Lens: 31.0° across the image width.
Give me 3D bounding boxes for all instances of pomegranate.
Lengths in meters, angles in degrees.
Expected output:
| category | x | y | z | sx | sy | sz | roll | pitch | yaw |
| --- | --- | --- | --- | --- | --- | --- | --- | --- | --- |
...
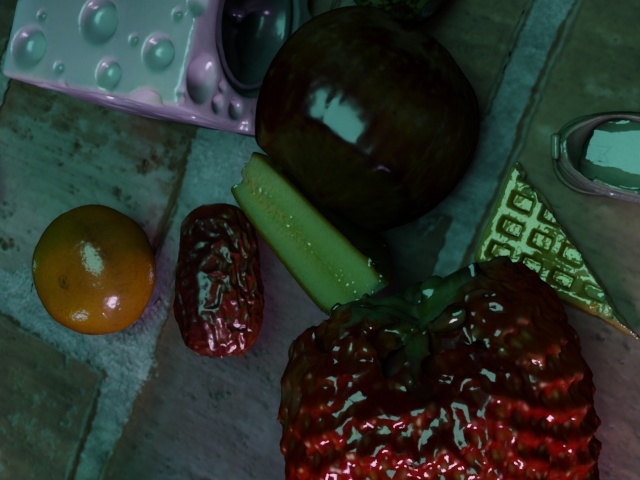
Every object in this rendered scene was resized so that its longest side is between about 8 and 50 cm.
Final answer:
| category | x | y | z | sx | sy | sz | roll | pitch | yaw |
| --- | --- | --- | --- | --- | --- | --- | --- | --- | --- |
| pomegranate | 0.076 | -0.291 | 1.263 | 0.125 | 0.163 | 0.138 | -32 | 87 | -21 |

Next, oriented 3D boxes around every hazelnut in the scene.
| category | x | y | z | sx | sy | sz | roll | pitch | yaw |
| --- | --- | --- | --- | --- | --- | --- | --- | --- | --- |
| hazelnut | 0.057 | -0.125 | 1.184 | 0.218 | 0.234 | 0.218 | -34 | 35 | 28 |

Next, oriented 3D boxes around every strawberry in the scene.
| category | x | y | z | sx | sy | sz | roll | pitch | yaw |
| --- | --- | --- | --- | --- | --- | --- | --- | --- | --- |
| strawberry | 0.123 | 0.206 | 1.115 | 0.312 | 0.267 | 0.351 | -23 | 98 | -7 |

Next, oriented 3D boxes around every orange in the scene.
| category | x | y | z | sx | sy | sz | roll | pitch | yaw |
| --- | --- | --- | --- | --- | --- | --- | --- | --- | --- |
| orange | -0.266 | 0.035 | 1.376 | 0.156 | 0.124 | 0.156 | 8 | 106 | 30 |

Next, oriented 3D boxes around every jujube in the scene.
| category | x | y | z | sx | sy | sz | roll | pitch | yaw |
| --- | --- | --- | --- | --- | --- | --- | --- | --- | --- |
| jujube | -0.118 | 0.046 | 1.311 | 0.112 | 0.109 | 0.176 | -12 | 79 | 46 |

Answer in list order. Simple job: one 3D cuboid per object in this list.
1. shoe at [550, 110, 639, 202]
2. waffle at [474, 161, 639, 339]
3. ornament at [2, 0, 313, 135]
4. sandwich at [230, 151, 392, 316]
| category | x | y | z | sx | sy | sz | roll | pitch | yaw |
| --- | --- | --- | --- | --- | --- | --- | --- | --- | --- |
| shoe | 0.352 | -0.075 | 1.117 | 0.274 | 0.098 | 0.103 | 5 | 92 | 24 |
| waffle | 0.263 | 0.008 | 1.189 | 0.191 | 0.032 | 0.125 | 23 | 93 | 22 |
| ornament | -0.166 | -0.259 | 1.289 | 0.239 | 0.239 | 0.240 | 13 | 91 | 25 |
| sandwich | 0.000 | 0.000 | 1.269 | 0.090 | 0.088 | 0.244 | -53 | 56 | 16 |
